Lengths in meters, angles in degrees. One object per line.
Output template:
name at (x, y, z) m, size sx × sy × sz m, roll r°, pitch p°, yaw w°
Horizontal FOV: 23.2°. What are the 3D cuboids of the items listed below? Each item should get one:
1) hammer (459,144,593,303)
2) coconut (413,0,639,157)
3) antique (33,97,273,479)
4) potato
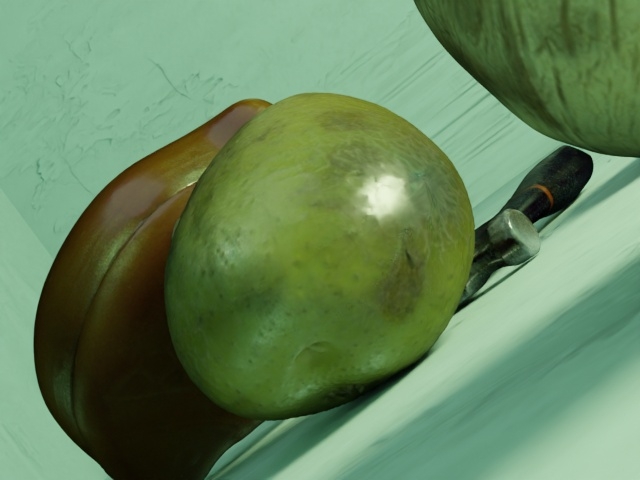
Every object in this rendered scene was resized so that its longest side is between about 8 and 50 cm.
hammer at (0.125, -0.010, 1.053) m, size 0.137 × 0.037 × 0.290 m, roll -36°, pitch 0°, yaw 30°
coconut at (0.119, -0.113, 0.490) m, size 0.224 × 0.224 × 0.224 m, roll -37°, pitch -1°, yaw -1°
antique at (-0.079, 0.036, 1.048) m, size 0.223 × 0.129 × 0.278 m, roll 20°, pitch -79°, yaw -48°
potato at (0.000, 0.000, 0.866) m, size 0.174 × 0.159 × 0.251 m, roll -18°, pitch 27°, yaw 8°
